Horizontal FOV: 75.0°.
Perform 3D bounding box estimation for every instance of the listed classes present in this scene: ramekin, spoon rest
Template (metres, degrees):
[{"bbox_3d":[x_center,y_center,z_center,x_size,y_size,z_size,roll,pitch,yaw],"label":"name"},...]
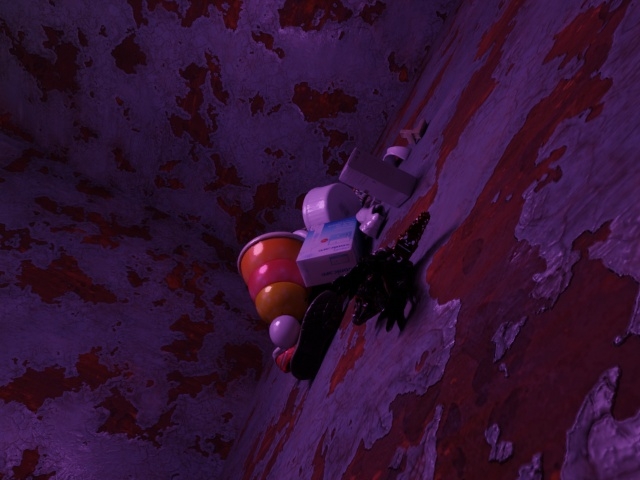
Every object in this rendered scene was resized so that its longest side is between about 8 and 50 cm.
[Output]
[{"bbox_3d":[0.067,-0.122,1.868,0.135,0.277,0.277,-16,40,44],"label":"ramekin"},{"bbox_3d":[0.310,-0.352,1.855,0.137,0.084,0.276,-64,5,-13],"label":"spoon rest"}]

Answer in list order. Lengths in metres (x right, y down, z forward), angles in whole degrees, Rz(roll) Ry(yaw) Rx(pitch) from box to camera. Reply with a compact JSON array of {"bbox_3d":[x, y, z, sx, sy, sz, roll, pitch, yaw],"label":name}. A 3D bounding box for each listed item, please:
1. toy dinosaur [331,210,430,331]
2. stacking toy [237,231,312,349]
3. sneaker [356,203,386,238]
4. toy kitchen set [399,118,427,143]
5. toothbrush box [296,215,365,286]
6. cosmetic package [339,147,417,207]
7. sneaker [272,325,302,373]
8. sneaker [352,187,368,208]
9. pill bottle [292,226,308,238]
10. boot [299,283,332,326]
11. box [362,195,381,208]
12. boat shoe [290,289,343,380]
[{"bbox_3d":[0.142,0.073,0.948,0.218,0.164,0.321,-39,-41,-59],"label":"toy dinosaur"},{"bbox_3d":[-0.153,0.231,1.670,0.479,0.351,0.350,-102,33,-47],"label":"stacking toy"},{"bbox_3d":[0.207,-0.094,1.615,0.115,0.090,0.232,-55,15,17],"label":"sneaker"},{"bbox_3d":[0.378,-0.438,1.677,0.068,0.083,0.075,47,-117,-50],"label":"toy kitchen set"},{"bbox_3d":[0.049,0.037,1.632,0.295,0.217,0.126,-70,-36,-59],"label":"toothbrush box"},{"bbox_3d":[0.189,-0.205,1.394,0.085,0.231,0.117,-65,4,-19],"label":"cosmetic package"},{"bbox_3d":[-0.061,0.419,1.649,0.279,0.118,0.107,-44,-29,12],"label":"sneaker"},{"bbox_3d":[0.208,-0.245,2.271,0.302,0.108,0.121,-68,2,-61],"label":"sneaker"},{"bbox_3d":[0.000,0.000,2.157,0.334,0.188,0.187,-25,-29,-49],"label":"pill bottle"},{"bbox_3d":[-0.039,0.244,2.025,0.445,0.146,0.367,-67,12,-4],"label":"boot"},{"bbox_3d":[0.234,-0.163,1.930,0.114,0.036,0.207,-64,4,-2],"label":"box"},{"bbox_3d":[-0.021,0.330,1.491,0.323,0.123,0.120,-64,-1,-7],"label":"boat shoe"}]
